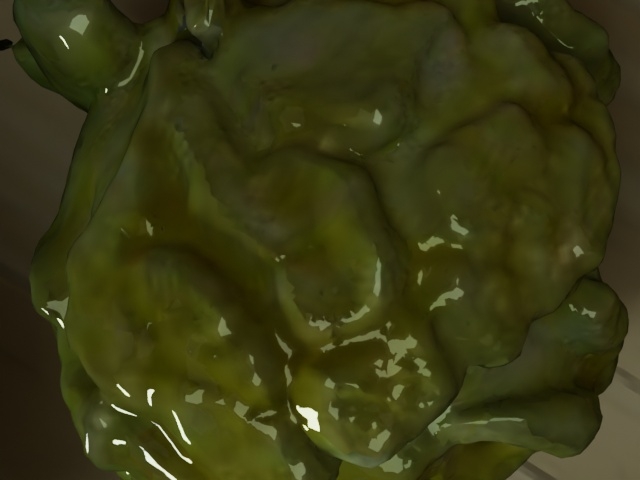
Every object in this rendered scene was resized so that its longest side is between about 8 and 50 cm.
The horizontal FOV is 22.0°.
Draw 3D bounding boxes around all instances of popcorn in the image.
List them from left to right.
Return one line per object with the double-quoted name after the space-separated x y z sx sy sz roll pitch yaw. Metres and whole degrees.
0.000 0.000 0.363 0.141 0.135 0.162 -17 117 42 "popcorn"
